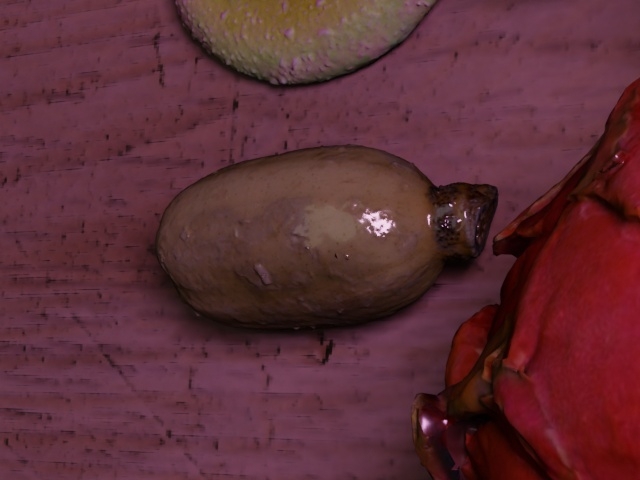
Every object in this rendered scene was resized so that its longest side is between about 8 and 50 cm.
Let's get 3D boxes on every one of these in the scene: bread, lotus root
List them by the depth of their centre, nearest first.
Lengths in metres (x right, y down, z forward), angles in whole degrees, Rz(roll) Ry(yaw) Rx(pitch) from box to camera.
[{"bbox_3d":[0.000,0.001,0.898,0.183,0.090,0.077,-6,51,34],"label":"lotus root"},{"bbox_3d":[-0.004,-0.194,0.972,0.228,0.033,0.228,-8,76,37],"label":"bread"}]

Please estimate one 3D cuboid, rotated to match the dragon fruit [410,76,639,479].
[{"bbox_3d":[0.193,0.053,0.631,0.342,0.277,0.277,-44,55,53],"label":"dragon fruit"}]
